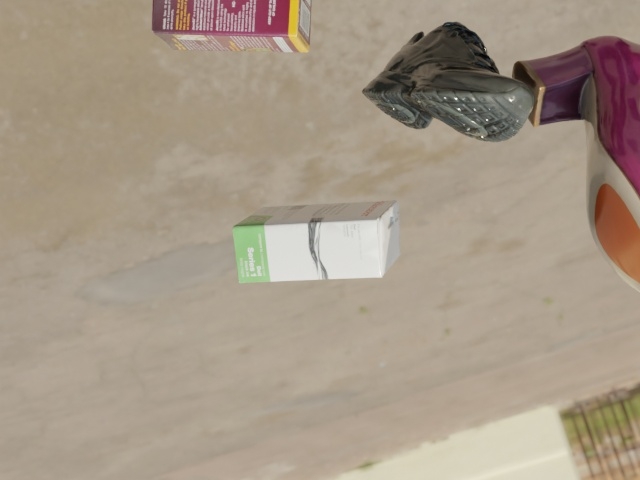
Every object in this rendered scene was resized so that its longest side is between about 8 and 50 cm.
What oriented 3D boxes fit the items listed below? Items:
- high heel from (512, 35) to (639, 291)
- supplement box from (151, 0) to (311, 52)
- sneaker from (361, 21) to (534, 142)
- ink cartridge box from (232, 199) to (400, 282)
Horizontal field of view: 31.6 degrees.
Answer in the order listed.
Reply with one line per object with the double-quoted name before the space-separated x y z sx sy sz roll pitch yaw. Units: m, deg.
"high heel" 0.360 -0.093 1.220 0.181 0.377 0.127 -12 144 -12
"supplement box" -0.112 -0.292 1.455 0.188 0.080 0.104 3 178 8
"sneaker" 0.157 -0.198 1.334 0.109 0.130 0.286 35 174 -32
"ink cartridge box" 0.000 0.000 1.682 0.219 0.092 0.160 -2 -169 15
